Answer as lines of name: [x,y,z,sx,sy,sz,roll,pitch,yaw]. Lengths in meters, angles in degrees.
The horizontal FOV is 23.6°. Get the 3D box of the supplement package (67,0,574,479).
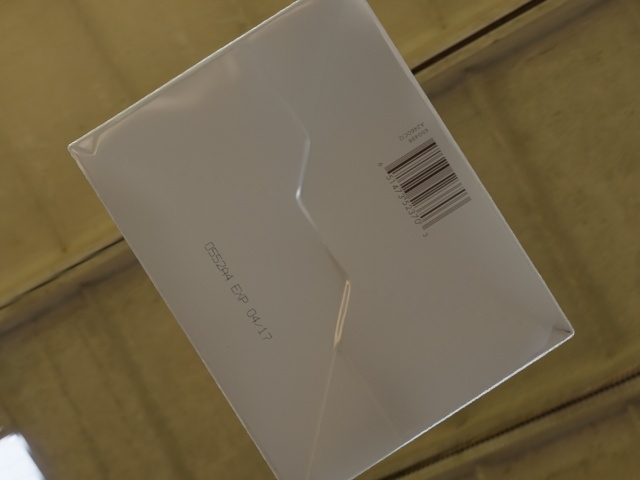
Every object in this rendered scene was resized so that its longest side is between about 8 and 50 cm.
supplement package: [0.000,0.000,0.983,0.204,0.145,0.262,-32,-89,-2]
